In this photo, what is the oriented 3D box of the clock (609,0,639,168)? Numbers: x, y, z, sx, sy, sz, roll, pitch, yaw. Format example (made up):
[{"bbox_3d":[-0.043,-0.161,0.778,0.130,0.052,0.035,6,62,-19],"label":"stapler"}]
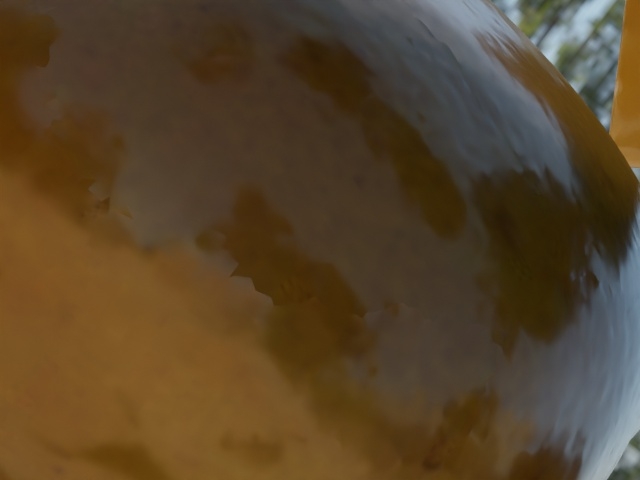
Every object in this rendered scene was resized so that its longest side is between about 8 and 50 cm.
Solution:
[{"bbox_3d":[0.338,-0.126,0.980,0.317,0.200,0.244,15,31,11],"label":"clock"}]

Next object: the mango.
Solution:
[{"bbox_3d":[0.000,0.000,0.661,0.300,0.232,0.445,51,23,25],"label":"mango"}]
